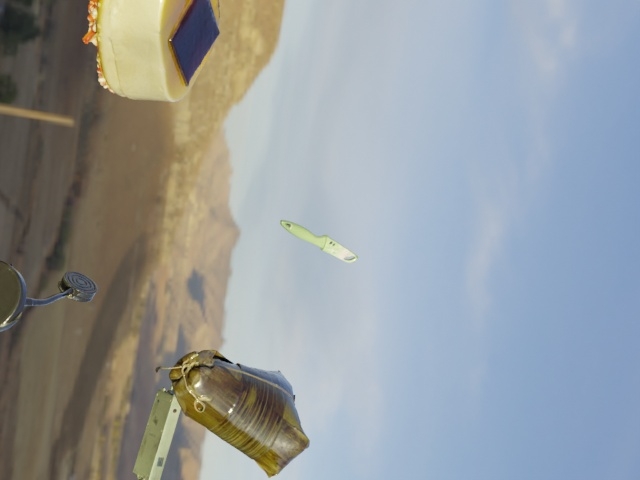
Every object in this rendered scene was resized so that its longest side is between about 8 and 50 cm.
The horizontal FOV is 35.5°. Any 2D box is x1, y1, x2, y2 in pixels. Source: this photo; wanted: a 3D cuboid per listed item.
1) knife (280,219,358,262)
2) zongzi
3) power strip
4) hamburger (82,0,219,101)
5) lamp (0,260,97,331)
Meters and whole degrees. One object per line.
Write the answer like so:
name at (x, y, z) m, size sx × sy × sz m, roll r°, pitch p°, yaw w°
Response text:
knife at (0.000, 0.000, 1.789) m, size 0.030 × 0.207 × 0.014 m, roll -52°, pitch -136°, yaw 10°
zongzi at (-0.103, 0.161, 1.177) m, size 0.084 × 0.187 × 0.184 m, roll -41°, pitch -155°, yaw 15°
power strip at (-0.211, 0.250, 1.312) m, size 0.051 × 0.019 × 0.136 m, roll 5°, pitch -103°, yaw 54°
hamburger at (-0.253, -0.343, 1.504) m, size 0.227 × 0.151 × 0.295 m, roll -57°, pitch 163°, yaw -32°
lamp at (-0.450, 0.074, 1.655) m, size 0.109 × 0.130 × 0.371 m, roll -59°, pitch 164°, yaw 13°
